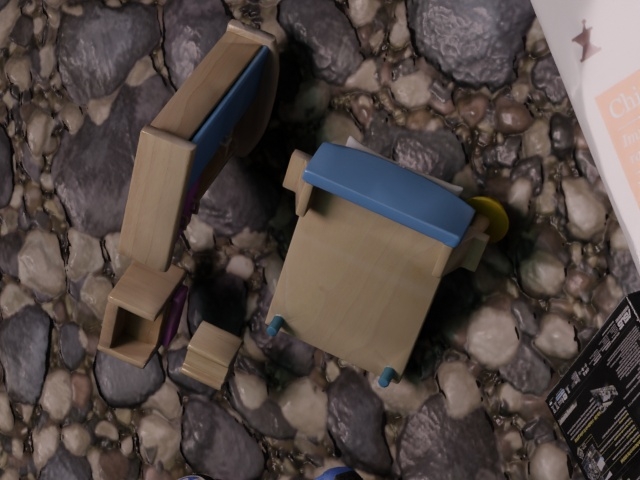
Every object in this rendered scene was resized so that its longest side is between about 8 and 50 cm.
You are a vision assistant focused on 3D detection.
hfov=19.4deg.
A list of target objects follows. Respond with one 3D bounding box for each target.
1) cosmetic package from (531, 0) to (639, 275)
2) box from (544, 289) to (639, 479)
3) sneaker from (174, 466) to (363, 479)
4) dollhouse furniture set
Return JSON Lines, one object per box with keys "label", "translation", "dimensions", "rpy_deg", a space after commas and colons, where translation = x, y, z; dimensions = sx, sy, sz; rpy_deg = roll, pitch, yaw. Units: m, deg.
{"label": "cosmetic package", "translation": [0.270, -0.207, 1.281], "dimensions": [0.230, 0.161, 0.453], "rpy_deg": [-33, 67, 36]}
{"label": "box", "translation": [0.253, 0.129, 1.354], "dimensions": [0.147, 0.077, 0.180], "rpy_deg": [64, 156, 23]}
{"label": "sneaker", "translation": [-0.089, 0.268, 1.666], "dimensions": [0.330, 0.130, 0.147], "rpy_deg": [-34, 70, 36]}
{"label": "dollhouse furniture set", "translation": [0.000, 0.000, 1.640], "dimensions": [0.303, 0.198, 0.286], "rpy_deg": [23, 130, 8]}
